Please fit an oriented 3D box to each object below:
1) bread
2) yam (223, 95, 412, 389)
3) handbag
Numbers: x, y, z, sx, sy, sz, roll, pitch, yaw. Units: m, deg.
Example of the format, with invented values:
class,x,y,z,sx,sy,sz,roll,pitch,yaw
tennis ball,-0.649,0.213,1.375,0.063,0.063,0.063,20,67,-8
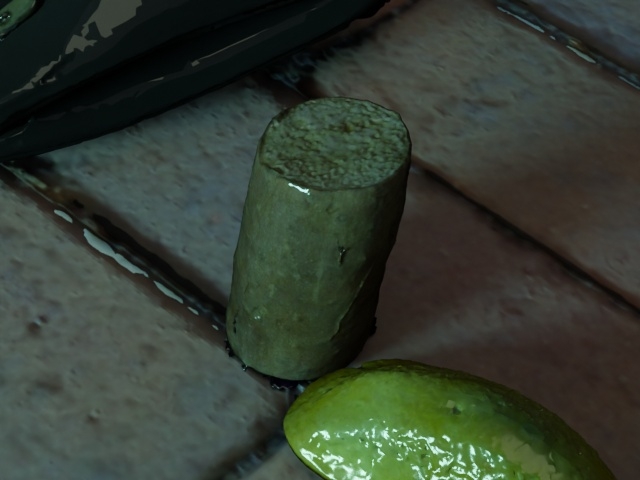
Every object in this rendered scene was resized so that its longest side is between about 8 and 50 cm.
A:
class,x,y,z,sx,sy,sz,roll,pitch,yaw
bread,0.053,0.118,0.657,0.149,0.065,0.187,-35,62,-28
yam,-0.003,0.000,0.716,0.084,0.127,0.084,5,43,-4
handbag,-0.158,-0.195,0.876,0.288,0.152,0.342,-38,60,-21
